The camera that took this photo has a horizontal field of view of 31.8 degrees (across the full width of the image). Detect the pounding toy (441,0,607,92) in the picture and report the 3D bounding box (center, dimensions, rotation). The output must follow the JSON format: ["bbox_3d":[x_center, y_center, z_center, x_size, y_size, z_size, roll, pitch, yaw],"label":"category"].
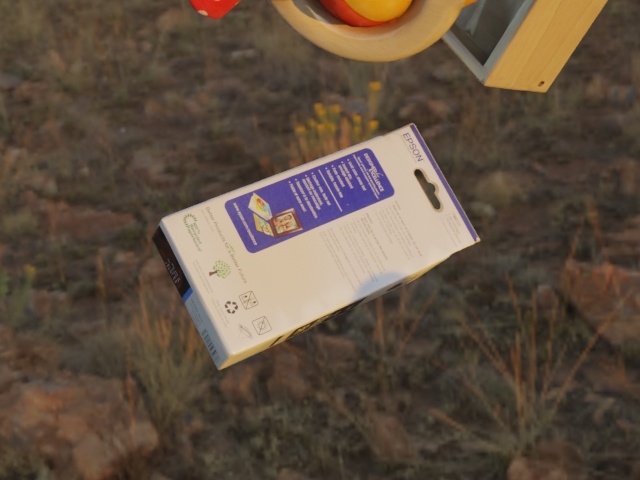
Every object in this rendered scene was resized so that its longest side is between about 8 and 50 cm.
[{"bbox_3d":[0.173,-0.265,0.962,0.094,0.206,0.181,0,43,-39],"label":"pounding toy"}]

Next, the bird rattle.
[{"bbox_3d":[0.005,-0.209,0.810,0.253,0.207,0.143,-31,23,36],"label":"bird rattle"}]

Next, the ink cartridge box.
[{"bbox_3d":[0.000,0.000,1.228,0.333,0.165,0.065,-22,-13,-26],"label":"ink cartridge box"}]
